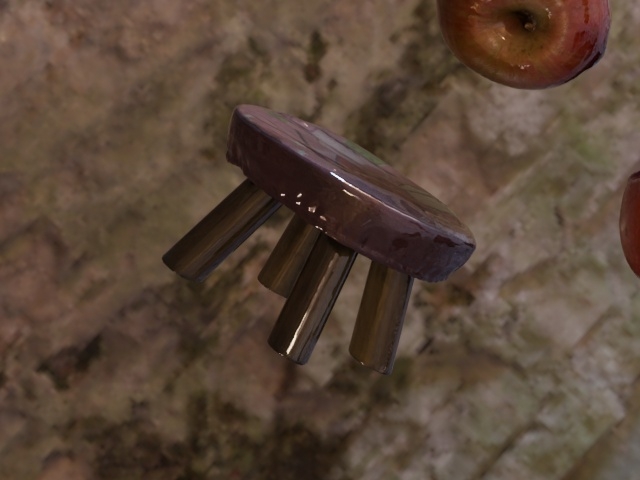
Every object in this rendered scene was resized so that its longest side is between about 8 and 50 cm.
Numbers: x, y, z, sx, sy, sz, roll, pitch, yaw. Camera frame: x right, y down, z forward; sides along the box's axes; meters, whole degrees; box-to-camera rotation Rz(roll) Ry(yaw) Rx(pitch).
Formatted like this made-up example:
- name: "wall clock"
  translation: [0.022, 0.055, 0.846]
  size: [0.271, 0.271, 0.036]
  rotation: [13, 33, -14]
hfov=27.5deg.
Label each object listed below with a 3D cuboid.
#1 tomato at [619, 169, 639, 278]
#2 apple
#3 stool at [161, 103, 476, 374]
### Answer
- name: "tomato"
  translation: [0.566, 0.025, 1.759]
  size: [0.289, 0.334, 0.176]
  rotation: [40, -120, -54]
- name: "apple"
  translation: [0.200, -0.241, 1.284]
  size: [0.199, 0.199, 0.199]
  rotation: [-48, -1, -1]
- name: "stool"
  translation: [0.000, 0.000, 1.291]
  size: [0.178, 0.272, 0.272]
  rotation: [-61, -3, 10]
